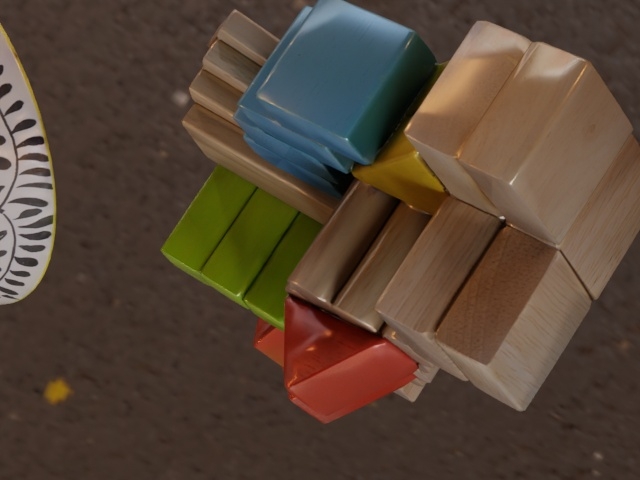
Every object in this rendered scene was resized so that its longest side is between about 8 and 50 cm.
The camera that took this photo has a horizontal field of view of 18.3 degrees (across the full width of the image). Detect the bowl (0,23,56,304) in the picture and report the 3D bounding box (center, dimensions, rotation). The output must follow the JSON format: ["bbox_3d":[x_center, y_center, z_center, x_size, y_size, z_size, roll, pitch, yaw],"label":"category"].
[{"bbox_3d":[-0.193,-0.038,0.835,0.170,0.080,0.170,28,130,40],"label":"bowl"}]

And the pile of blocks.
[{"bbox_3d":[0.000,0.000,0.708,0.149,0.362,0.113,34,81,-4],"label":"pile of blocks"}]
